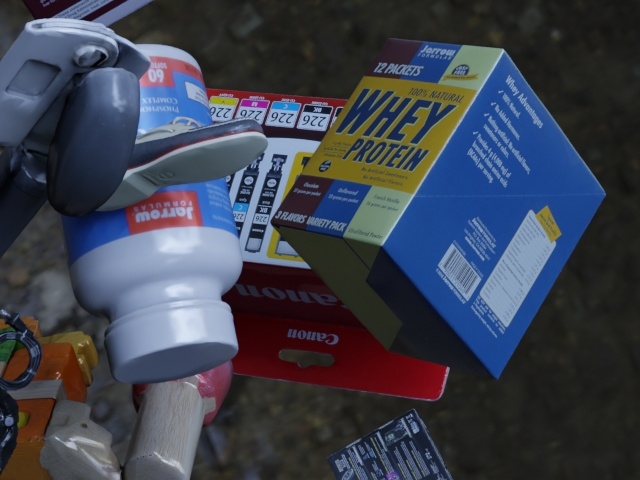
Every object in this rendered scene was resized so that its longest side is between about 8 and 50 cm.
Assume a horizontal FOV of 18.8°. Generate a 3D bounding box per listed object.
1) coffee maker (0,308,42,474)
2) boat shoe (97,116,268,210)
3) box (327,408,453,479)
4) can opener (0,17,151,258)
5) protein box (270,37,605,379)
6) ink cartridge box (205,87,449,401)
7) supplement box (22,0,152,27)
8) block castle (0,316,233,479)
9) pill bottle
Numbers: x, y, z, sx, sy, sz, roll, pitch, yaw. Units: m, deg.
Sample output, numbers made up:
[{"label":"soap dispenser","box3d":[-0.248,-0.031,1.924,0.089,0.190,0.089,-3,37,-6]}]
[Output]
[{"label":"coffee maker","box3d":[-0.294,0.123,1.382,0.171,0.178,0.120,-36,117,-22]},{"label":"boat shoe","box3d":[-0.100,-0.059,1.277,0.049,0.137,0.043,43,34,-54]},{"label":"box","box3d":[0.050,0.158,1.233,0.083,0.067,0.018,62,4,37]},{"label":"can opener","box3d":[-0.186,-0.023,1.108,0.076,0.283,0.095,14,50,-30]},{"label":"protein box","box3d":[0.104,-0.028,1.633,0.200,0.136,0.201,48,65,-38]},{"label":"ink cartridge box","box3d":[0.000,0.000,1.955,0.130,0.309,0.272,65,36,-56]},{"label":"supplement box","box3d":[-0.226,-0.290,1.590,0.239,0.130,0.073,58,8,-27]},{"label":"block castle","box3d":[-0.285,0.227,1.657,0.213,0.453,0.303,-80,163,-56]},{"label":"pill bottle","box3d":[-0.123,-0.017,1.373,0.124,0.124,0.221,0,67,-37]}]
